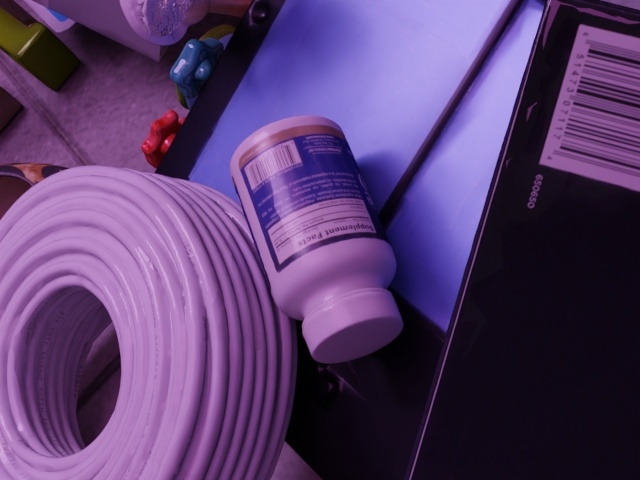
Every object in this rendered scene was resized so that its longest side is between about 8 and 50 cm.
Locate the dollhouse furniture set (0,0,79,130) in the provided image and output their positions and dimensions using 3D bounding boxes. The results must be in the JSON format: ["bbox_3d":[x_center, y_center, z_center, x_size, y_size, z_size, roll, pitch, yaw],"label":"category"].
[{"bbox_3d":[-0.377,-0.106,0.939,0.301,0.151,0.197,-50,50,-4],"label":"dollhouse furniture set"}]

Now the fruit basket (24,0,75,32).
[{"bbox_3d":[-0.202,-0.379,0.989,0.327,0.165,0.353,-41,59,-9],"label":"fruit basket"}]

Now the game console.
[{"bbox_3d":[0.068,-0.059,0.638,0.342,0.060,0.386,41,106,41],"label":"game console"}]

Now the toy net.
[{"bbox_3d":[-0.092,-0.123,0.734,0.045,0.232,0.122,36,77,21],"label":"toy net"}]

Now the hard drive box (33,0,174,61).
[{"bbox_3d":[-0.141,-0.275,0.839,0.181,0.089,0.232,27,64,1],"label":"hard drive box"}]

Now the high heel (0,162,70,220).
[{"bbox_3d":[-0.250,-0.004,0.760,0.261,0.186,0.093,-3,92,4],"label":"high heel"}]

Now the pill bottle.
[{"bbox_3d":[0.000,0.000,0.605,0.067,0.067,0.120,-28,63,14],"label":"pill bottle"}]

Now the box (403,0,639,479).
[{"bbox_3d":[0.108,0.056,0.449,0.103,0.184,0.261,17,97,15],"label":"box"}]

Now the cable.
[{"bbox_3d":[-0.127,0.083,0.671,0.257,0.089,0.257,34,102,41],"label":"cable"}]
